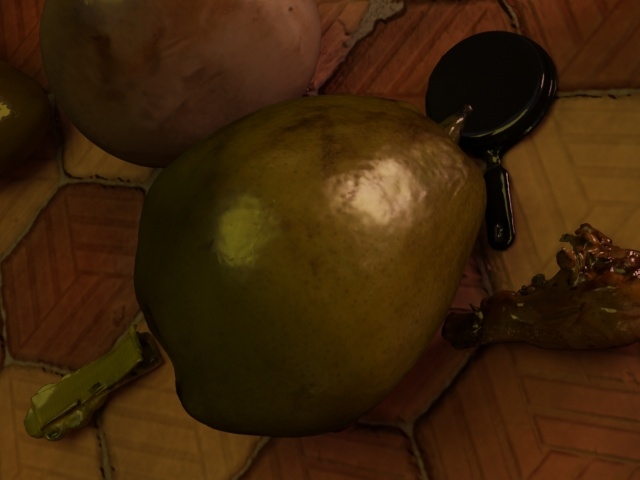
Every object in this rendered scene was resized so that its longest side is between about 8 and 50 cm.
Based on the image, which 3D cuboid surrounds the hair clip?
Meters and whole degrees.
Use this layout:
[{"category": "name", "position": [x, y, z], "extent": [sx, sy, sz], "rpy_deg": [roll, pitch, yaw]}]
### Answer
[{"category": "hair clip", "position": [-0.253, 0.157, 1.119], "extent": [0.173, 0.046, 0.072], "rpy_deg": [-38, 49, 10]}]

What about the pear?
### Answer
[{"category": "pear", "position": [0.000, 0.000, 0.921], "extent": [0.375, 0.287, 0.287], "rpy_deg": [-41, 57, -10]}]

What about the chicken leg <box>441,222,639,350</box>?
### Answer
[{"category": "chicken leg", "position": [0.201, 0.050, 0.898], "extent": [0.207, 0.085, 0.101], "rpy_deg": [-14, 100, 30]}]

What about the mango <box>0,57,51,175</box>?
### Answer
[{"category": "mango", "position": [-0.485, -0.169, 1.304], "extent": [0.331, 0.142, 0.195], "rpy_deg": [33, 94, 30]}]

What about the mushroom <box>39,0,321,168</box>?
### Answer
[{"category": "mushroom", "position": [-0.160, -0.239, 1.099], "extent": [0.292, 0.292, 0.290], "rpy_deg": [-37, 42, 11]}]

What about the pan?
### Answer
[{"category": "pan", "position": [0.167, -0.105, 1.002], "extent": [0.136, 0.028, 0.235], "rpy_deg": [-12, 67, 24]}]
